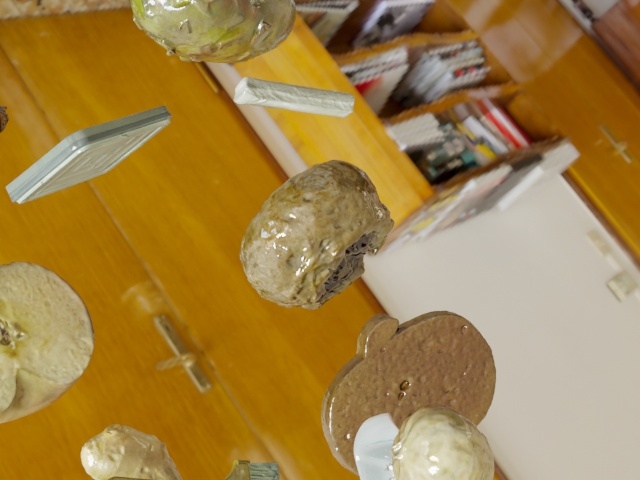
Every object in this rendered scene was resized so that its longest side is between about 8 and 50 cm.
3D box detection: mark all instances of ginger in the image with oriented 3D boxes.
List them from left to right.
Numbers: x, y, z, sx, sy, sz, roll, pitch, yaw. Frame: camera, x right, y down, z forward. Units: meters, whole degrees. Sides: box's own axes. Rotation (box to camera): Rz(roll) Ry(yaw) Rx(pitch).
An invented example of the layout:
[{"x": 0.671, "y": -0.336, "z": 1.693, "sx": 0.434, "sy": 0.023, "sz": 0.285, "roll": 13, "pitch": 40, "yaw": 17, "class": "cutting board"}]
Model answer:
[{"x": -0.303, "y": 0.517, "z": 1.620, "sx": 0.348, "sy": 0.362, "sz": 0.122, "roll": 6, "pitch": -176, "yaw": -30, "class": "ginger"}]

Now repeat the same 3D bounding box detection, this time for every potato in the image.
[{"x": -0.131, "y": -0.293, "z": 1.099, "sx": 0.298, "sy": 0.176, "sz": 0.141, "roll": -2, "pitch": 101, "yaw": -68, "class": "potato"}]

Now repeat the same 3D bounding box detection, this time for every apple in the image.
[{"x": -0.566, "y": 0.194, "z": 1.506, "sx": 0.293, "sy": 0.251, "sz": 0.163, "roll": -20, "pitch": 165, "yaw": -39, "class": "apple"}]

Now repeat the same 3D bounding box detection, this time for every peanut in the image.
[{"x": 0.162, "y": 0.293, "z": 1.127, "sx": 0.129, "sy": 0.129, "sz": 0.224, "roll": -36, "pitch": 145, "yaw": 2, "class": "peanut"}]

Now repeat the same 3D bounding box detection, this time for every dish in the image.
[{"x": 0.133, "y": 0.381, "z": 1.326, "sx": 0.064, "sy": 0.234, "sz": 0.154, "roll": -11, "pitch": 167, "yaw": -33, "class": "dish"}]

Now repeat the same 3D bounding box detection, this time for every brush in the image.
[{"x": -0.113, "y": 0.242, "z": 0.801, "sx": 0.010, "sy": 0.082, "sz": 0.218, "roll": -27, "pitch": 147, "yaw": 35, "class": "brush"}]

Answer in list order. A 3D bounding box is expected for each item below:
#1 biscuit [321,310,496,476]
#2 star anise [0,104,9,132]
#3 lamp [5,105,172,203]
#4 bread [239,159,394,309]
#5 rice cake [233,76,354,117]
[{"x": 0.178, "y": 0.307, "z": 1.779, "sx": 0.394, "sy": 0.350, "sz": 0.070, "roll": -27, "pitch": -166, "yaw": -13, "class": "biscuit"}, {"x": -0.595, "y": -0.184, "z": 1.400, "sx": 0.212, "sy": 0.111, "sz": 0.196, "roll": -53, "pitch": -177, "yaw": -37, "class": "star anise"}, {"x": -0.454, "y": -0.172, "z": 1.691, "sx": 0.267, "sy": 0.047, "sz": 0.269, "roll": -29, "pitch": -178, "yaw": 38, "class": "lamp"}, {"x": 0.000, "y": 0.000, "z": 1.166, "sx": 0.230, "sy": 0.123, "sz": 0.230, "roll": -38, "pitch": 154, "yaw": -22, "class": "bread"}, {"x": -0.043, "y": -0.268, "z": 1.619, "sx": 0.256, "sy": 0.052, "sz": 0.057, "roll": 2, "pitch": 155, "yaw": -33, "class": "rice cake"}]
